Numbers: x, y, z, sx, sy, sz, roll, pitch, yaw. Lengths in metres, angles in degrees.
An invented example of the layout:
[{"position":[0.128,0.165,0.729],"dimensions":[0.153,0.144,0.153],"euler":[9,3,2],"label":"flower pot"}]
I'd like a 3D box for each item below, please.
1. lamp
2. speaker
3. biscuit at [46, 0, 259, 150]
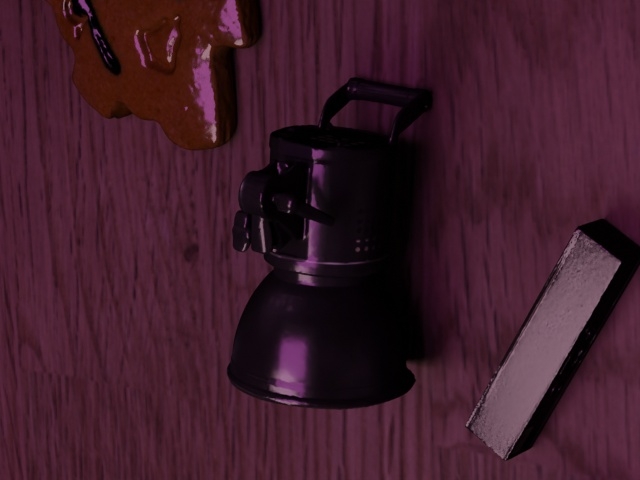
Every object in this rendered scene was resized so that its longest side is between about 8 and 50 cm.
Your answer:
[{"position":[0.000,0.000,1.303],"dimensions":[0.147,0.172,0.227],"euler":[14,109,39],"label":"lamp"},{"position":[0.172,0.075,1.257],"dimensions":[0.046,0.040,0.191],"euler":[40,121,26],"label":"speaker"},{"position":[-0.139,-0.237,1.452],"dimensions":[0.278,0.043,0.301],"euler":[43,123,25],"label":"biscuit"}]
